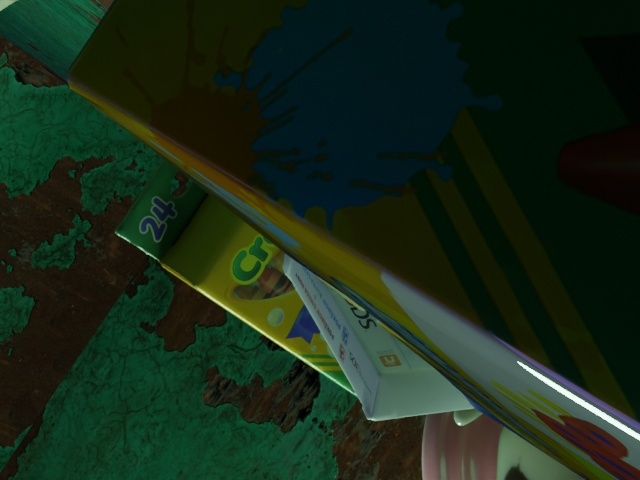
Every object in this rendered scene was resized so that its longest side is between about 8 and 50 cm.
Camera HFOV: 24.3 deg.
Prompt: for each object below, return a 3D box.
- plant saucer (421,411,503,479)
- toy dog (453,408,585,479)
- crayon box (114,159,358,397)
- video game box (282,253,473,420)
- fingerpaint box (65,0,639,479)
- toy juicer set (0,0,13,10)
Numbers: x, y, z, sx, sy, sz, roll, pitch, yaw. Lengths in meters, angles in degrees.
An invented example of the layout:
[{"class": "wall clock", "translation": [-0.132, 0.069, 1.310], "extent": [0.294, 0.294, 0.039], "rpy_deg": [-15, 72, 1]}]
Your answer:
[{"class": "plant saucer", "translation": [0.255, 0.240, 1.605], "extent": [0.332, 0.332, 0.084], "rpy_deg": [36, 151, -29]}, {"class": "toy dog", "translation": [0.251, 0.334, 1.368], "extent": [0.395, 0.408, 0.284], "rpy_deg": [33, 168, -32]}, {"class": "crayon box", "translation": [0.000, 0.000, 1.355], "extent": [0.323, 0.203, 0.083], "rpy_deg": [36, 176, -34]}, {"class": "video game box", "translation": [0.098, 0.046, 1.070], "extent": [0.205, 0.048, 0.187], "rpy_deg": [-5, -144, -21]}, {"class": "fingerpaint box", "translation": [0.183, 0.040, 0.531], "extent": [0.371, 0.163, 0.445], "rpy_deg": [31, 175, 29]}, {"class": "toy juicer set", "translation": [-0.295, -0.293, 1.134], "extent": [0.209, 0.089, 0.329], "rpy_deg": [13, 154, 44]}]
